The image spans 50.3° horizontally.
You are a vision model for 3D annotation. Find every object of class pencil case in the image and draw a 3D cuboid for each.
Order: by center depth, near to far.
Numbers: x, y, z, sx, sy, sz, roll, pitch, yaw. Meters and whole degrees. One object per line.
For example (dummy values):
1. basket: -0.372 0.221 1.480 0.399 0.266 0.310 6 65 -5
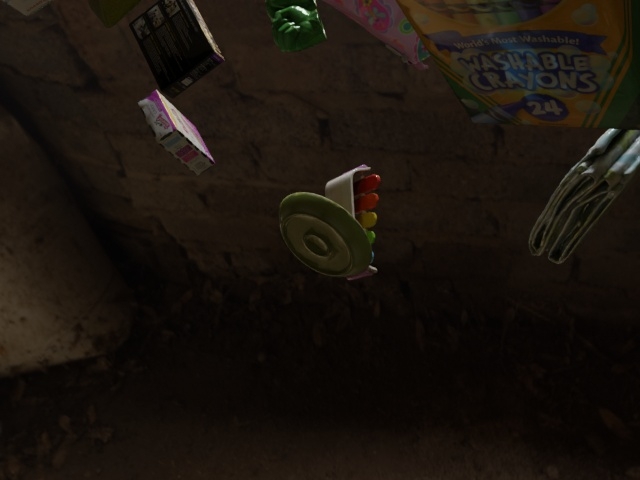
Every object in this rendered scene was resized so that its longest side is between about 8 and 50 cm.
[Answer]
1. pencil case: 0.097 -0.411 1.168 0.124 0.284 0.124 -43 32 35

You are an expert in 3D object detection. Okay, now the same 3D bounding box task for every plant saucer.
1. plant saucer: -0.232 -0.367 0.882 0.188 0.045 0.188 -42 35 -1
2. plant saucer: 0.000 0.000 1.503 0.241 0.241 0.037 18 51 25

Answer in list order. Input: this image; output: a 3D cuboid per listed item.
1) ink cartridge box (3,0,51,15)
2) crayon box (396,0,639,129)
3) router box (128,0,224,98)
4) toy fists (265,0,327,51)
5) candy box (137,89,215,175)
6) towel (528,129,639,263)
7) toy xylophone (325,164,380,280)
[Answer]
1. ink cartridge box: -0.502 -0.440 1.142 0.089 0.122 0.052 -30 79 8
2. crayon box: 0.185 -0.226 0.630 0.203 0.323 0.083 11 69 41
3. router box: -0.284 -0.389 1.337 0.133 0.046 0.178 -32 72 13
4. toy fists: -0.080 -0.636 1.920 0.142 0.096 0.279 -20 56 9
5. candy box: -0.408 -0.304 1.952 0.071 0.233 0.159 -34 66 6
6. towel: 0.523 -0.150 1.180 0.090 0.320 0.374 41 69 17
7. toy xylophone: 0.065 -0.050 1.904 0.236 0.081 0.322 -7 78 52
